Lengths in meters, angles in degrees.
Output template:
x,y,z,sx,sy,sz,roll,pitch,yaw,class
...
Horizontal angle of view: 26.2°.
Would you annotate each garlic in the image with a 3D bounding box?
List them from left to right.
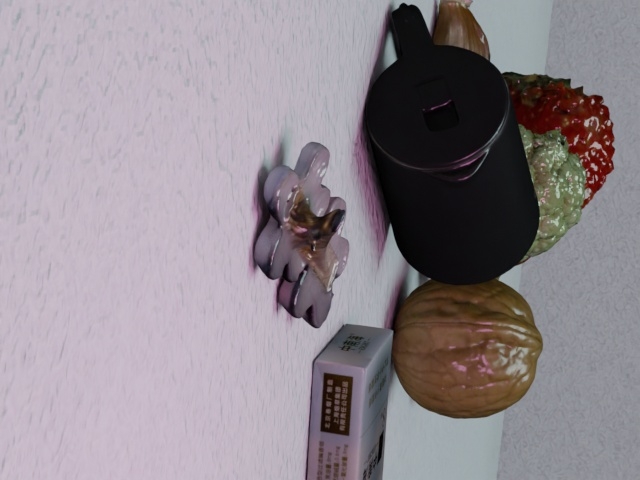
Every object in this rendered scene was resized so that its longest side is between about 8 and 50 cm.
x,y,z,sx,sy,sz,roll,pitch,yaw,class
0.187,-0.250,2.018,0.128,0.091,0.198,55,49,-49,garlic

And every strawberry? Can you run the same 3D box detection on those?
x,y,z,sx,sy,sz,roll,pitch,yaw,class
0.354,-0.118,2.381,0.312,0.267,0.351,-126,-125,-67,strawberry

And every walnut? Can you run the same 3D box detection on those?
x,y,z,sx,sy,sz,roll,pitch,yaw,class
0.216,0.154,2.024,0.228,0.228,0.227,8,90,-76,walnut

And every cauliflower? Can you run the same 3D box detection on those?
x,y,z,sx,sy,sz,roll,pitch,yaw,class
0.262,-0.091,2.081,0.250,0.272,0.275,-123,-155,-46,cauliflower

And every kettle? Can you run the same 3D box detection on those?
x,y,z,sx,sy,sz,roll,pitch,yaw,class
0.176,-0.124,1.774,0.308,0.203,0.262,66,37,-60,kettle

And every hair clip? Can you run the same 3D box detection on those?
x,y,z,sx,sy,sz,roll,pitch,yaw,class
-0.007,-0.001,1.369,0.257,0.075,0.146,79,25,-69,hair clip

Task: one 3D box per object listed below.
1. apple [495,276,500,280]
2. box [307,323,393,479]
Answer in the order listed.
x,y,z,sx,sy,sz,roll,pitch,yaw,class
0.243,0.018,2.224,0.156,0.147,0.158,-45,-177,33,apple
0.034,0.239,1.661,0.155,0.067,0.242,-37,132,-69,box
